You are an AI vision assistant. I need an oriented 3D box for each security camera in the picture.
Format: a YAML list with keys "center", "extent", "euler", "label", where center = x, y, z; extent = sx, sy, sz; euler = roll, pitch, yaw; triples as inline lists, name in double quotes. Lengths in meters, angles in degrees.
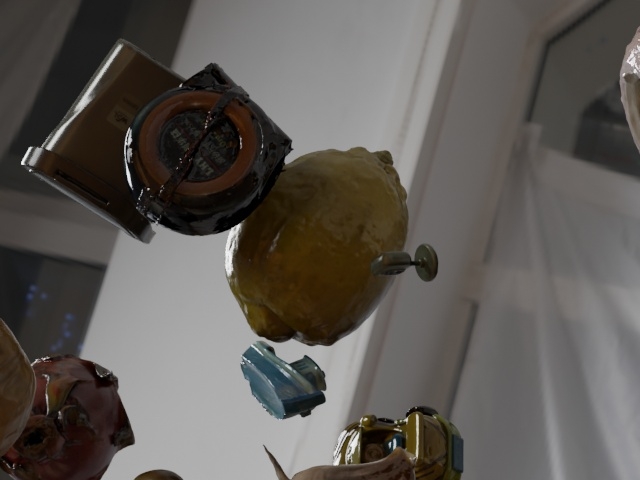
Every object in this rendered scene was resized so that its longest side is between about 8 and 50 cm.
- center: [0.113, 0.034, 1.880]
  extent: [0.092, 0.058, 0.058]
  euler: [-6, 1, -30]
  label: "security camera"

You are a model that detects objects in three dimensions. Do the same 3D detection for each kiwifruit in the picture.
- center: [-0.238, 0.371, 1.981]
  extent: [0.075, 0.075, 0.124]
  euler: [20, -20, -21]
  label: "kiwifruit"

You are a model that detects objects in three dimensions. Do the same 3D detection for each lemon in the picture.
- center: [-0.005, 0.005, 2.107]
  extent: [0.285, 0.316, 0.285]
  euler: [3, -9, 0]
  label: "lemon"

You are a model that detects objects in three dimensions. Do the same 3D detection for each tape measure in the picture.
- center: [-0.160, -0.112, 1.832]
  extent: [0.202, 0.223, 0.135]
  euler: [46, -20, 14]
  label: "tape measure"

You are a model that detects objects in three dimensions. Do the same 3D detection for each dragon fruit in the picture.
- center: [-0.436, 0.305, 2.257]
  extent: [0.250, 0.250, 0.315]
  euler: [20, -11, -20]
  label: "dragon fruit"

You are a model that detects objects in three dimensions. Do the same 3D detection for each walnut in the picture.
- center: [-0.434, 0.177, 1.522]
  extent: [0.195, 0.221, 0.195]
  euler: [41, -24, 23]
  label: "walnut"

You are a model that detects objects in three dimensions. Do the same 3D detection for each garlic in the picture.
- center: [0.025, 0.325, 1.735]
  extent: [0.198, 0.128, 0.090]
  euler: [1, -25, -7]
  label: "garlic"

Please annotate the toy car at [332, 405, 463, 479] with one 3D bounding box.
- center: [0.113, 0.371, 2.274]
  extent: [0.248, 0.200, 0.142]
  euler: [-24, -41, 32]
  label: "toy car"

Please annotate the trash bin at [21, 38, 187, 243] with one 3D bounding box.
- center: [-0.291, -0.153, 2.044]
  extent: [0.220, 0.250, 0.219]
  euler: [33, 3, -2]
  label: "trash bin"

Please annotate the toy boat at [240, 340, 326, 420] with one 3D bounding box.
- center: [-0.043, 0.206, 2.045]
  extent: [0.102, 0.088, 0.215]
  euler: [-23, 21, -17]
  label: "toy boat"

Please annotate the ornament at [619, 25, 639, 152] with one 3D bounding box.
- center: [0.494, -0.181, 1.637]
  extent: [0.225, 0.259, 0.259]
  euler: [-20, -13, -2]
  label: "ornament"
